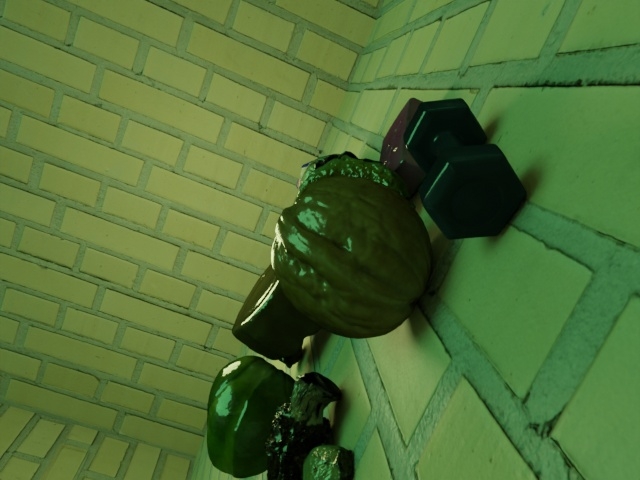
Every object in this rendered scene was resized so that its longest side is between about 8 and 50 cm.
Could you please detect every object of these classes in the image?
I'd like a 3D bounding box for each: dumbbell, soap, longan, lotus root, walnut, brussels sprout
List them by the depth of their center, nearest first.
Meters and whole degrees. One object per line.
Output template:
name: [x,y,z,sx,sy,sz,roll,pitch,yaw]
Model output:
dumbbell: [0.236,-0.137,0.896,0.316,0.143,0.156,-88,21,-58]
walnut: [0.056,0.027,1.019,0.333,0.332,0.333,-159,90,-80]
lotus root: [0.009,0.479,1.054,0.143,0.070,0.144,-83,18,-51]
soap: [0.215,-0.223,1.335,0.181,0.081,0.259,124,163,-52]
brussels sprout: [-0.199,0.509,1.550,0.371,0.275,0.315,-92,11,-81]
longan: [-0.112,0.381,1.767,0.119,0.106,0.106,-90,23,-48]

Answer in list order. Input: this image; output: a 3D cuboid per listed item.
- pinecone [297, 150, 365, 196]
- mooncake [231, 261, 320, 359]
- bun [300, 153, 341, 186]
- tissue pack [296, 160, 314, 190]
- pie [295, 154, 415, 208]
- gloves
pinecone: [0.055,-0.126,1.482,0.309,0.244,0.244,-49,-8,-48]
mooncake: [-0.106,0.198,1.647,0.378,0.200,0.378,-50,11,14]
bun: [0.050,-0.172,1.728,0.239,0.239,0.141,-67,-15,9]
tissue pack: [0.020,-0.206,1.937,0.269,0.209,0.137,-145,79,-79]
pie: [0.058,-0.038,1.280,0.078,0.296,0.371,-23,-36,-57]
gloves: [-0.055,0.463,1.207,0.210,0.135,0.312,85,-154,-81]
